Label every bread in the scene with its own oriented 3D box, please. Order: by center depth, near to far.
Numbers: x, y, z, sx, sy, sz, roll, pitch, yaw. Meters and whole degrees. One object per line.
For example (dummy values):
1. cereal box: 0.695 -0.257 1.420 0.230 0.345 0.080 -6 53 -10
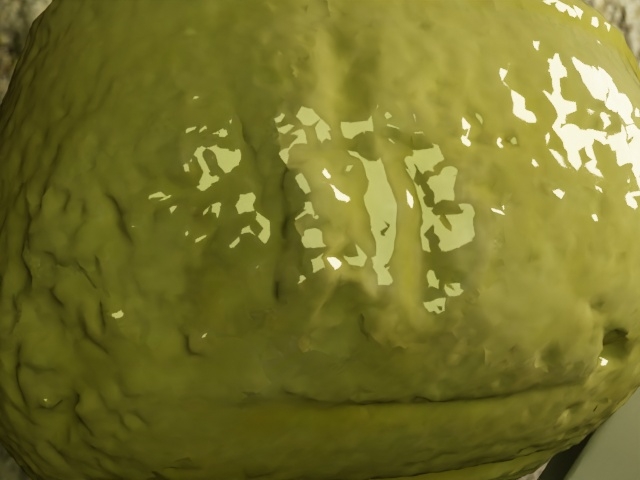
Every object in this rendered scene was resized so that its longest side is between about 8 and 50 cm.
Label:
1. bread: 0.001 0.012 0.649 0.320 0.320 0.237 -1 77 -19

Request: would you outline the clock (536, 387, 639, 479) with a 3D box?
1. clock: 0.196 0.155 0.756 0.231 0.116 0.262 -49 136 -15
